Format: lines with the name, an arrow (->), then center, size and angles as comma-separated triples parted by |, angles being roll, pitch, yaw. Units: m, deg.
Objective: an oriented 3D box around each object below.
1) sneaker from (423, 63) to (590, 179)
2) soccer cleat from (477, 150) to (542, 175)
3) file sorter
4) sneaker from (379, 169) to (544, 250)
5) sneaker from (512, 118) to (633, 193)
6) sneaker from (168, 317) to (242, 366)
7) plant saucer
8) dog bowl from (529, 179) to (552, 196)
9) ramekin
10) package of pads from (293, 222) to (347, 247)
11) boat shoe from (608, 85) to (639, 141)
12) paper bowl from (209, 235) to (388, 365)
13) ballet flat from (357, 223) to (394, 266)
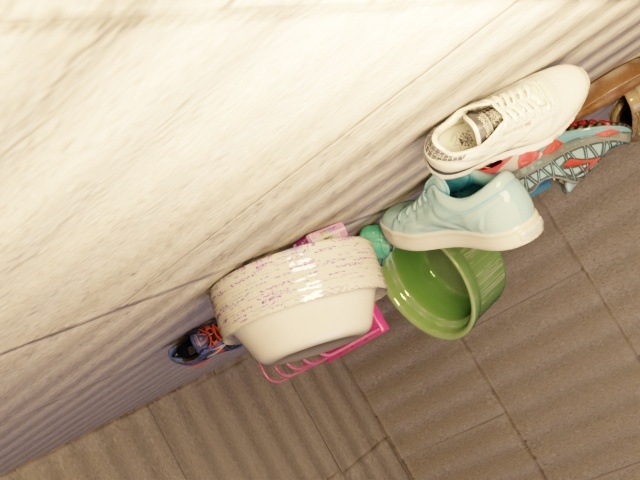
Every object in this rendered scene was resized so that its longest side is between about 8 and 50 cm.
sneaker -> 0.238, -0.155, 1.176 | 0.235, 0.090, 0.095 | -31, 164, -2
soccer cleat -> 0.296, -0.134, 1.662 | 0.095, 0.083, 0.248 | -3, 166, -21
file sorter -> -0.030, 0.178, 2.050 | 0.182, 0.202, 0.291 | -24, 172, -31
sneaker -> 0.227, -0.073, 1.643 | 0.135, 0.150, 0.366 | -36, -159, -33
sneaker -> 0.464, -0.155, 1.753 | 0.262, 0.125, 0.104 | -13, -166, -11
sneaker -> -0.230, 0.209, 1.968 | 0.221, 0.083, 0.087 | -36, 164, 22
plant saucer -> 0.516, -0.273, 1.667 | 0.199, 0.036, 0.198 | -29, 174, -3
dog bowl -> 0.391, -0.137, 1.867 | 0.297, 0.074, 0.166 | -23, 160, -25
ramekin -> 0.283, 0.065, 2.169 | 0.148, 0.303, 0.303 | -34, 177, -31
package of pads -> 0.000, 0.000, 1.538 | 0.083, 0.032, 0.050 | -23, 171, -42
boat shoe -> 0.689, -0.282, 2.080 | 0.098, 0.109, 0.302 | -24, 168, 1
paper bowl -> -0.028, 0.110, 1.527 | 0.284, 0.148, 0.284 | -18, 168, -4
ballet flat -> 0.097, 0.009, 1.908 | 0.087, 0.083, 0.247 | -1, 172, -2
